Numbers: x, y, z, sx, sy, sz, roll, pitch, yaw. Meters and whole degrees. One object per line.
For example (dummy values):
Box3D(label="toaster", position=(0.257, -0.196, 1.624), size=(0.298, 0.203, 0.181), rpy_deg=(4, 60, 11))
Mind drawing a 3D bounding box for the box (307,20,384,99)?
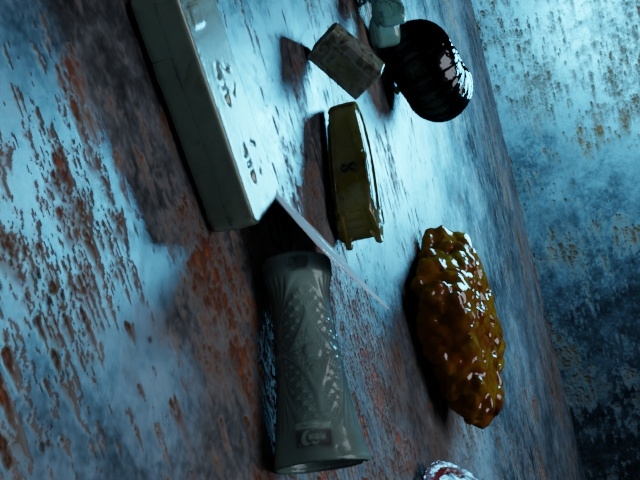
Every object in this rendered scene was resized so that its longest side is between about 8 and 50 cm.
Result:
Box3D(label="box", position=(0.036, -0.252, 1.316), size=(0.098, 0.062, 0.045), rpy_deg=(40, 32, -16))

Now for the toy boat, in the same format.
Box3D(label="toy boat", position=(0.047, -0.093, 1.306), size=(0.088, 0.068, 0.226), rpy_deg=(50, 30, -63))

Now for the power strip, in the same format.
Box3D(label="power strip", position=(-0.115, -0.153, 0.890), size=(0.093, 0.053, 0.288), rpy_deg=(-60, 136, -63))

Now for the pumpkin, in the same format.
Box3D(label="pumpkin", position=(0.197, -0.315, 1.753), size=(0.202, 0.140, 0.202), rpy_deg=(56, 15, -24))

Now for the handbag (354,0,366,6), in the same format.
Box3D(label="handbag", position=(0.061, -0.454, 1.550), size=(0.115, 0.072, 0.139), rpy_deg=(10, 74, -75))

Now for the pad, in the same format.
Box3D(label="pad", position=(0.000, 0.000, 1.064), size=(0.156, 0.004, 0.232), rpy_deg=(47, 2, 29))

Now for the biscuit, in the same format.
Box3D(label="biscuit", position=(0.250, 0.155, 1.671), size=(0.312, 0.110, 0.318), rpy_deg=(-63, 138, -65))

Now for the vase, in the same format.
Box3D(label="vase", position=(-0.013, 0.122, 0.965), size=(0.096, 0.096, 0.219), rpy_deg=(36, 42, -63))

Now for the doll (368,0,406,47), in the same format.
Box3D(label="doll", position=(0.106, -0.425, 1.656), size=(0.159, 0.059, 0.159), rpy_deg=(99, -20, -85))

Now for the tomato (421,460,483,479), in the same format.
Box3D(label="tomato", position=(0.205, 0.435, 1.406), size=(0.189, 0.099, 0.173), rpy_deg=(42, 31, 14))
